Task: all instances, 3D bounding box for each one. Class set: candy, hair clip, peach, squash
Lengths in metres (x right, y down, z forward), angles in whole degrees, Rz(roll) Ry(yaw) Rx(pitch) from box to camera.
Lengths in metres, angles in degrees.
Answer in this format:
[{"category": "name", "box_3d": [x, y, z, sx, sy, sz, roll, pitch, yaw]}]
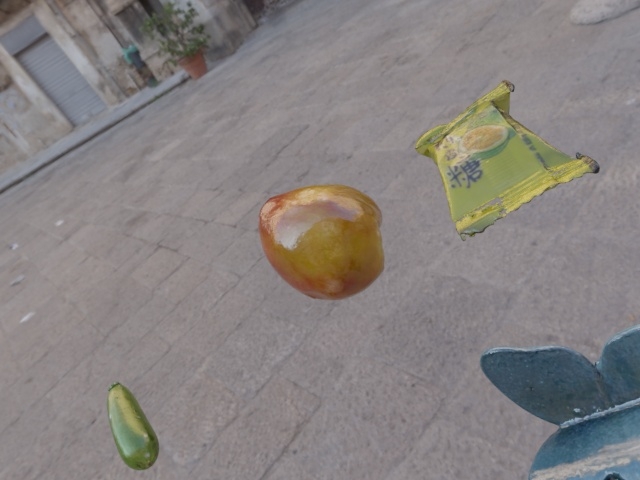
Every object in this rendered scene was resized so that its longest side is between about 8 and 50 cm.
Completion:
[{"category": "candy", "box_3d": [0.239, -0.131, 0.713, 0.187, 0.081, 0.297, -31, 31, 14]}, {"category": "hair clip", "box_3d": [0.466, 0.324, 0.734, 0.318, 0.392, 0.238, -38, 13, 38]}, {"category": "peach", "box_3d": [-0.001, 0.005, 1.221, 0.307, 0.289, 0.289, -1, 31, 1]}, {"category": "squash", "box_3d": [-0.349, 0.334, 0.907, 0.066, 0.066, 0.201, -38, 46, -11]}]
